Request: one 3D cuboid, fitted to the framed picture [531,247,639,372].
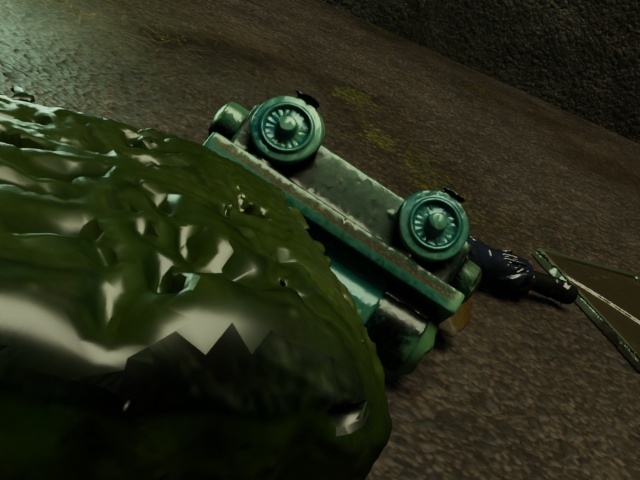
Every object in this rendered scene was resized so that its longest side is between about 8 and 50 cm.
[{"bbox_3d":[0.450,0.108,1.205,0.213,0.016,0.289,13,25,-24],"label":"framed picture"}]

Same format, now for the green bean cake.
[{"bbox_3d":[-0.142,0.037,0.512,0.319,0.218,0.335,10,29,-32],"label":"green bean cake"}]

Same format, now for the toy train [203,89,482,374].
[{"bbox_3d":[0.000,0.000,0.801,0.298,0.194,0.120,33,-19,1],"label":"toy train"}]

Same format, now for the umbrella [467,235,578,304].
[{"bbox_3d":[0.224,0.042,1.085,0.248,0.071,0.071,20,22,-29],"label":"umbrella"}]

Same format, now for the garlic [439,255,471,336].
[{"bbox_3d":[0.106,0.018,0.943,0.086,0.101,0.195,-13,25,-12],"label":"garlic"}]
